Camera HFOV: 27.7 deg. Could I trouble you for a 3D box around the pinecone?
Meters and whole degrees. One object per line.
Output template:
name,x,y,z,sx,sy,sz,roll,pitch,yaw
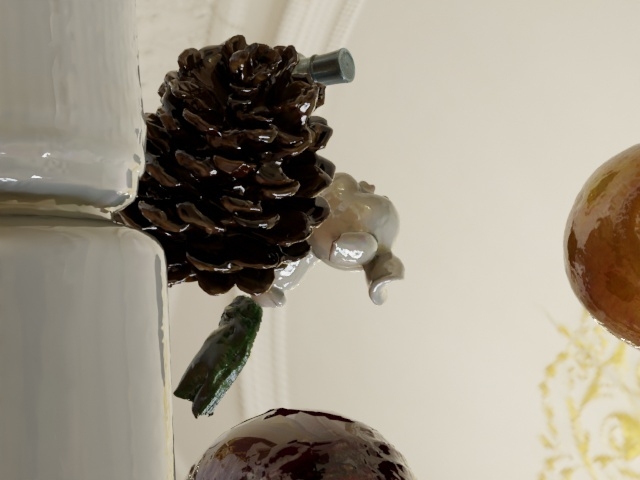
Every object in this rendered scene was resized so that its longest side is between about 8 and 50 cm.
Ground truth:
pinecone,-0.087,-0.072,1.276,0.224,0.224,0.273,43,-54,23

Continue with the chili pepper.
chili pepper,-0.167,0.193,2.164,0.098,0.224,0.061,16,-25,36

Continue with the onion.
onion,-0.022,0.316,1.469,0.337,0.281,0.260,-47,-130,50

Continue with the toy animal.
toy animal,0.001,-0.007,2.058,0.309,0.247,0.183,-3,-48,28

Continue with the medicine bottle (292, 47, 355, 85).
medicine bottle,-0.059,-0.189,1.548,0.208,0.090,0.054,-9,-63,28

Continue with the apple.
apple,0.443,0.008,1.623,0.286,0.286,0.233,54,7,10

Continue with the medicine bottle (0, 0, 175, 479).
medicine bottle,-0.166,0.071,0.548,0.211,0.211,0.372,-10,-98,53
